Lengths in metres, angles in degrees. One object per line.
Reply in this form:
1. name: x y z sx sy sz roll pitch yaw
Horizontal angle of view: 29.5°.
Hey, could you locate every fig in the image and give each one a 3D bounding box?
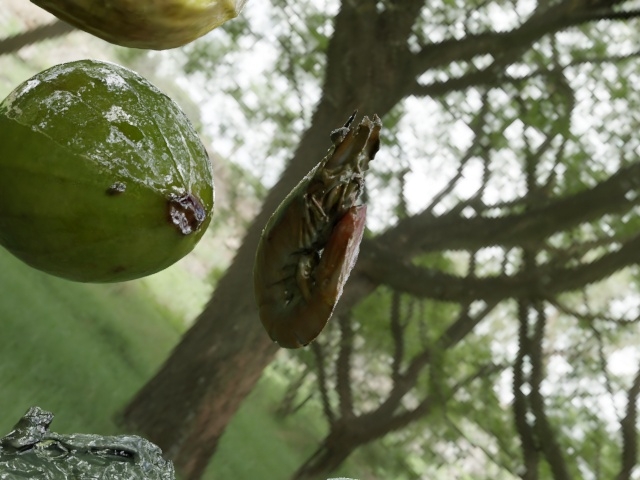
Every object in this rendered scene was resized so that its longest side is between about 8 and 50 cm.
1. fig: -0.191 -0.056 1.077 0.225 0.203 0.203 19 -27 47

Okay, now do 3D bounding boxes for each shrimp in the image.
1. shrimp: 0.000 0.000 1.216 0.287 0.062 0.152 -58 -144 42

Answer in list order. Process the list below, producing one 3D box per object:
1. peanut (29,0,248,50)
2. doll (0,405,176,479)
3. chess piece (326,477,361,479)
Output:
1. peanut: -0.104 -0.131 0.360 0.206 0.087 0.087 30 -1 -25
2. doll: -0.243 0.214 0.682 0.247 0.349 0.247 173 -90 -68
3. chess piece: 0.025 0.394 1.174 0.175 0.298 0.176 21 5 -2
